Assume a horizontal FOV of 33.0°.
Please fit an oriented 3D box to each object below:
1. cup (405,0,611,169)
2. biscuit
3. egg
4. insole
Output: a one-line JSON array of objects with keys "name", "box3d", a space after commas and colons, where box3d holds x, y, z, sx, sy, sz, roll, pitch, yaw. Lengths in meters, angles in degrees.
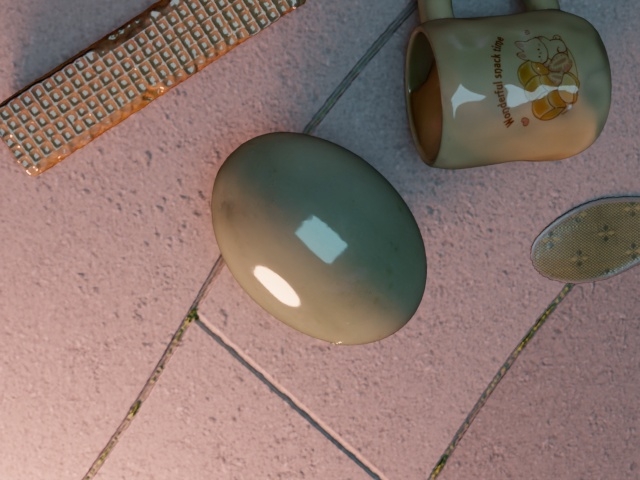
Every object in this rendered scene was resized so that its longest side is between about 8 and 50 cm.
[{"name": "cup", "box3d": [0.207, -0.207, 1.266, 0.202, 0.255, 0.173, -7, 145, -9]}, {"name": "biscuit", "box3d": [-0.188, -0.209, 1.211, 0.378, 0.054, 0.094, -34, 107, -4]}, {"name": "egg", "box3d": [0.000, 0.000, 1.216, 0.203, 0.203, 0.283, -44, 109, -1]}, {"name": "insole", "box3d": [0.424, -0.013, 1.406, 0.322, 0.007, 0.109, -11, 104, -9]}]
